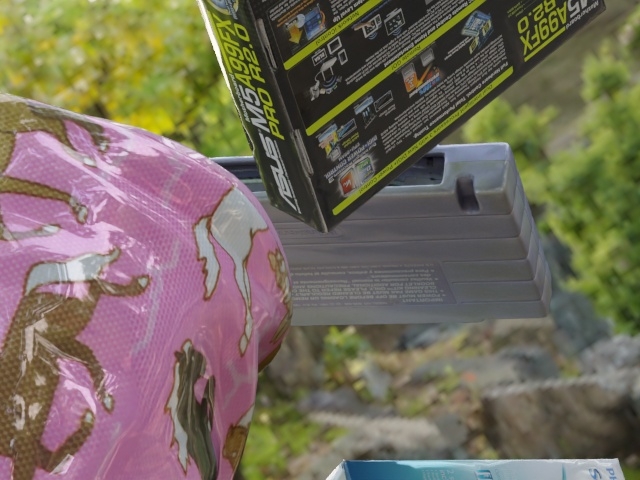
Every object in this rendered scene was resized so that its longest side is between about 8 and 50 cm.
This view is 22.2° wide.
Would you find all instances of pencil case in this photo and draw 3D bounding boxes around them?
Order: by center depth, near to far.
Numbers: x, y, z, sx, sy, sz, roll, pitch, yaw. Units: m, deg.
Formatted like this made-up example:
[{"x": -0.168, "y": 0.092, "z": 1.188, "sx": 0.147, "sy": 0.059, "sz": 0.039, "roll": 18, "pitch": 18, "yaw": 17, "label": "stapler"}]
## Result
[{"x": -0.109, "y": 0.140, "z": 0.460, "sx": 0.167, "sy": 0.160, "sz": 0.386, "roll": 130, "pitch": 156, "yaw": -54, "label": "pencil case"}]

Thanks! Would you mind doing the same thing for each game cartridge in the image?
[{"x": 0.000, "y": 0.000, "z": 1.350, "sx": 0.355, "sy": 0.068, "sz": 0.230, "roll": -2, "pitch": -25, "yaw": 16, "label": "game cartridge"}]

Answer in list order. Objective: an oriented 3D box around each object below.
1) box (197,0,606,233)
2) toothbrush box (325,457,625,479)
[{"x": 0.055, "y": -0.167, "z": 1.008, "sx": 0.270, "sy": 0.216, "sz": 0.060, "roll": -39, "pitch": 45, "yaw": -22, "label": "box"}, {"x": 0.114, "y": 0.296, "z": 1.449, "sx": 0.295, "sy": 0.126, "sz": 0.216, "roll": 4, "pitch": -37, "yaw": -28, "label": "toothbrush box"}]
